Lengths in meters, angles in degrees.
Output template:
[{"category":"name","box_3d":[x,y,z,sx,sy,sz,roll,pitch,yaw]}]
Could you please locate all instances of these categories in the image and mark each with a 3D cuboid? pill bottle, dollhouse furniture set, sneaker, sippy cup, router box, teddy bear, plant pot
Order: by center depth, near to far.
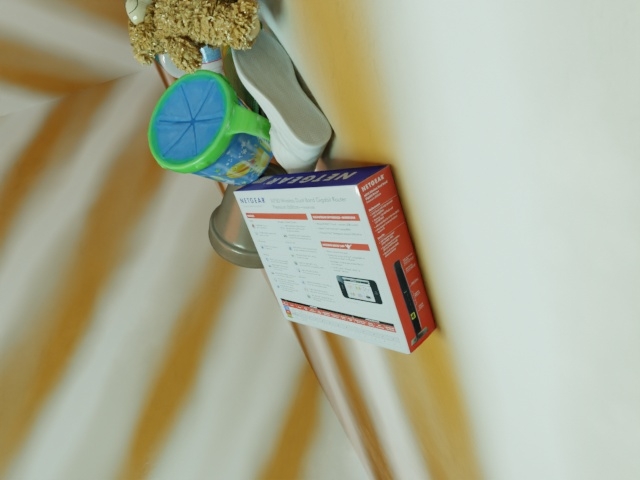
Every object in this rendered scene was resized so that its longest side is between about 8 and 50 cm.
[{"category":"router box","box_3d":[0.015,0.028,0.848,0.336,0.082,0.300,5,121,48]},{"category":"teddy bear","box_3d":[-0.237,-0.420,0.849,0.338,0.113,0.244,25,107,29]},{"category":"sneaker","box_3d":[-0.091,-0.260,0.932,0.292,0.108,0.169,60,162,13]},{"category":"dollhouse furniture set","box_3d":[-0.231,-0.405,1.092,0.197,0.152,0.301,59,165,22]},{"category":"sippy cup","box_3d":[-0.235,-0.237,1.102,0.305,0.240,0.224,46,-170,29]},{"category":"pill bottle","box_3d":[-0.312,-0.529,1.302,0.087,0.087,0.160,45,156,53]},{"category":"plant pot","box_3d":[-0.174,-0.092,1.309,0.263,0.263,0.229,54,143,37]},{"category":"pill bottle","box_3d":[-0.517,-0.672,1.677,0.264,0.146,0.146,47,157,51]}]
